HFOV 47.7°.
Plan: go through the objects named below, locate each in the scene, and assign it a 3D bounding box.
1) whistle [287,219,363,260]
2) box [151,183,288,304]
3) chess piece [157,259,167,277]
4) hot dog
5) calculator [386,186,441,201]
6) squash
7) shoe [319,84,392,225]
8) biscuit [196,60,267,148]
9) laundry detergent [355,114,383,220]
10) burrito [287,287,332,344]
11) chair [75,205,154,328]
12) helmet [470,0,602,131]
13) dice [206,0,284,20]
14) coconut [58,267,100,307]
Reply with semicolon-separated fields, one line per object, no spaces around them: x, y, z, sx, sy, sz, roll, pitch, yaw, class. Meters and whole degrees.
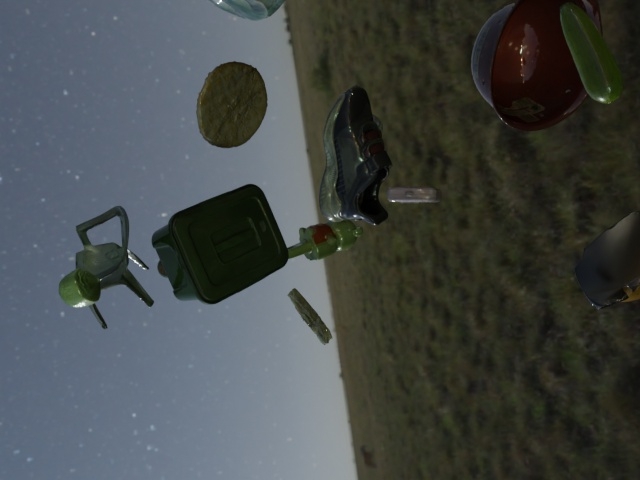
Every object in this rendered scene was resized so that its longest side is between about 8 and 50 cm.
0.000;0.000;2.180;0.131;0.289;0.106;5;111;63;whistle
-0.271;0.017;1.935;0.178;0.329;0.252;-18;96;49;box
-0.450;0.072;2.170;0.103;0.067;0.067;-110;12;-81;chess piece
0.718;0.044;1.599;0.107;0.326;0.194;58;-171;-56;hot dog
0.191;-0.092;1.469;0.175;0.100;0.032;-10;-80;-76;calculator
0.488;-0.340;1.314;0.066;0.066;0.201;76;170;-83;squash
0.067;-0.124;1.139;0.099;0.112;0.227;-26;-48;-46;shoe
-0.208;-0.322;1.724;0.033;0.220;0.219;24;136;38;biscuit
0.083;-0.143;1.491;0.099;0.070;0.225;-119;27;-53;laundry detergent
-0.030;0.219;2.082;0.185;0.045;0.041;51;170;4;burrito
-0.537;0.060;1.866;0.274;0.191;0.203;75;175;-54;chair
0.530;-0.496;1.890;0.230;0.338;0.384;-134;45;-58;helmet
-0.200;-0.762;1.775;0.330;0.328;0.348;-62;25;2;dice
-0.523;0.104;1.585;0.087;0.096;0.088;61;-168;-22;coconut
